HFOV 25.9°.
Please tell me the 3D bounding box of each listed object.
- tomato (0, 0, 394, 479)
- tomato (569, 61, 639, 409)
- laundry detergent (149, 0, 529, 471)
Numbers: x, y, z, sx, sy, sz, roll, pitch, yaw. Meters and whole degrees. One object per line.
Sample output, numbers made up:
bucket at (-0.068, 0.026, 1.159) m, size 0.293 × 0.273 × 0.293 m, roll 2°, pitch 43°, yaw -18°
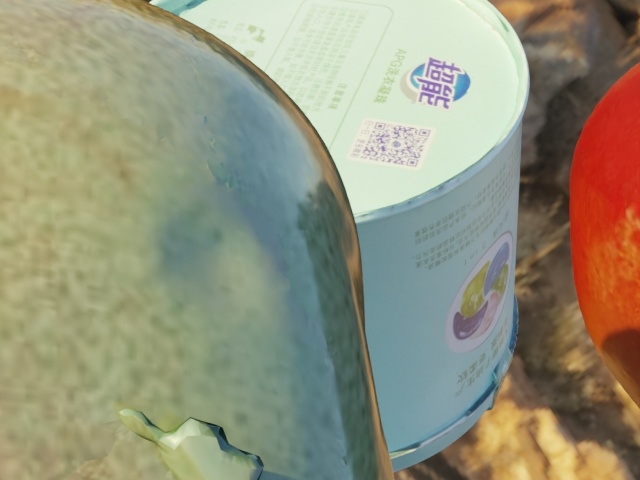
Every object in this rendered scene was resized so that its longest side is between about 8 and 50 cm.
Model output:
tomato at (-0.096, 0.067, 0.432) m, size 0.303 × 0.239 × 0.303 m, roll -8°, pitch 90°, yaw -80°
tomato at (0.283, -0.013, 0.631) m, size 0.293 × 0.325 × 0.290 m, roll 61°, pitch -7°, yaw 18°
laundry detergent at (0.000, 0.000, 0.993) m, size 0.287 × 0.305 × 0.287 m, roll -3°, pitch 45°, yaw 3°
